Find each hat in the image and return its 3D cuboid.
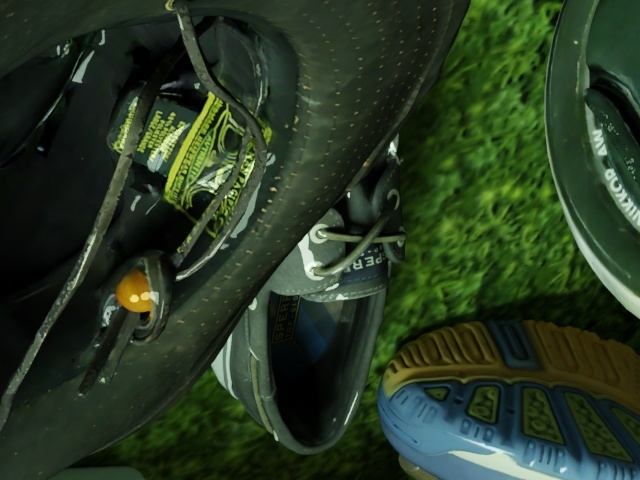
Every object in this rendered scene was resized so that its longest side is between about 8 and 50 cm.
[{"bbox_3d":[-0.110,-0.032,0.565,0.331,0.134,0.331,-39,162,-15],"label":"hat"}]

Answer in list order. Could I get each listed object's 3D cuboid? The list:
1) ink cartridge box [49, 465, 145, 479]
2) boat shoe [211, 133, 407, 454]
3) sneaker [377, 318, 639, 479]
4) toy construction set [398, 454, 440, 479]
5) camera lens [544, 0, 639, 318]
[{"bbox_3d":[-0.158,0.194,0.726,0.273,0.197,0.114,4,127,-43],"label":"ink cartridge box"},{"bbox_3d":[0.000,0.000,0.743,0.080,0.076,0.228,-15,140,-28],"label":"boat shoe"},{"bbox_3d":[0.154,0.129,0.935,0.296,0.112,0.131,13,126,-19],"label":"sneaker"},{"bbox_3d":[0.054,0.313,0.979,0.257,0.309,0.237,-33,150,8],"label":"toy construction set"},{"bbox_3d":[0.243,-0.047,0.772,0.274,0.219,0.219,12,123,-47],"label":"camera lens"}]
